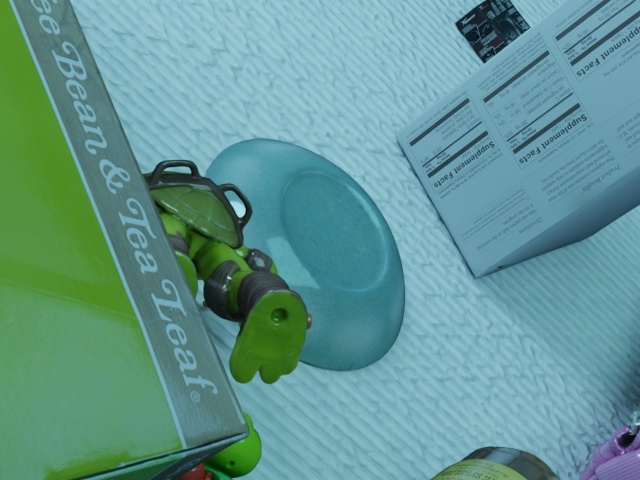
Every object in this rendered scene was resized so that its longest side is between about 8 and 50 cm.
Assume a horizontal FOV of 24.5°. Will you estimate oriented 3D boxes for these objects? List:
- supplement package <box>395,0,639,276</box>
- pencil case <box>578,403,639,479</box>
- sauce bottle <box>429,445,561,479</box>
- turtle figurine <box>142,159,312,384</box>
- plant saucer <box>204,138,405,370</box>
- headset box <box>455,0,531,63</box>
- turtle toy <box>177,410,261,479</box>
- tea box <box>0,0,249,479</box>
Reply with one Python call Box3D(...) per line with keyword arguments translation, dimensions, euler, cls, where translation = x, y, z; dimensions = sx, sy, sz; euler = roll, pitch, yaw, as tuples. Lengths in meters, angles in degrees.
Box3D(translation=(0.237, -0.107, 1.218), dimensions=(0.204, 0.262, 0.145), euler=(-16, 74, -49), cls="supplement package")
Box3D(translation=(0.339, 0.146, 1.223), dimensions=(0.160, 0.167, 0.386), euler=(26, 35, 18), cls="pencil case")
Box3D(translation=(0.038, 0.235, 0.892), dimensions=(0.344, 0.111, 0.111), euler=(-27, 82, -49), cls="sauce bottle")
Box3D(translation=(-0.073, 0.006, 0.893), dimensions=(0.269, 0.087, 0.217), euler=(37, 7, -28), cls="turtle figurine")
Box3D(translation=(0.000, 0.000, 1.083), dimensions=(0.195, 0.037, 0.195), euler=(26, 46, -30), cls="plant saucer")
Box3D(translation=(0.175, -0.190, 1.402), dimensions=(0.083, 0.032, 0.062), euler=(53, 39, -2), cls="headset box")
Box3D(translation=(-0.069, 0.159, 0.871), dimensions=(0.095, 0.066, 0.130), euler=(34, 43, -23), cls="turtle toy")
Box3D(translation=(-0.259, 0.003, 0.617), dimensions=(0.323, 0.220, 0.329), euler=(-7, 67, -46), cls="tea box")
